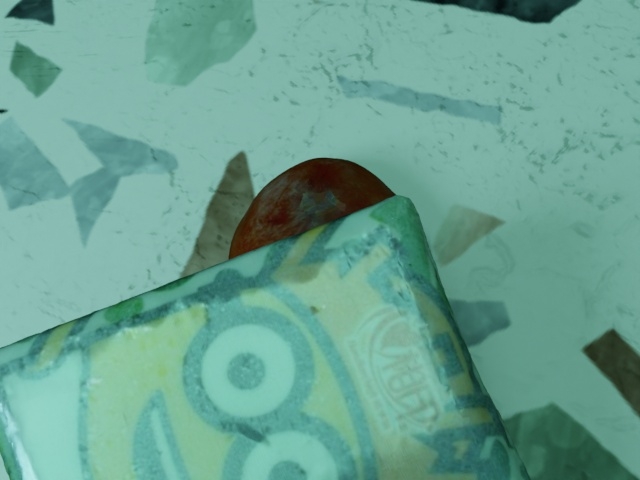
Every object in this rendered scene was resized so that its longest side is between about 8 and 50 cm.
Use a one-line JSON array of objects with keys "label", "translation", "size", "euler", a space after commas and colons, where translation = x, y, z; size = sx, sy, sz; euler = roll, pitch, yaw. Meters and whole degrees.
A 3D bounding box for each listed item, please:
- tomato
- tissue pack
[{"label": "tomato", "translation": [0.000, 0.000, 1.005], "size": [0.155, 0.069, 0.156], "euler": [-4, 61, 7]}, {"label": "tissue pack", "translation": [-0.043, 0.133, 0.882], "size": [0.310, 0.128, 0.228], "euler": [-20, 77, -4]}]
